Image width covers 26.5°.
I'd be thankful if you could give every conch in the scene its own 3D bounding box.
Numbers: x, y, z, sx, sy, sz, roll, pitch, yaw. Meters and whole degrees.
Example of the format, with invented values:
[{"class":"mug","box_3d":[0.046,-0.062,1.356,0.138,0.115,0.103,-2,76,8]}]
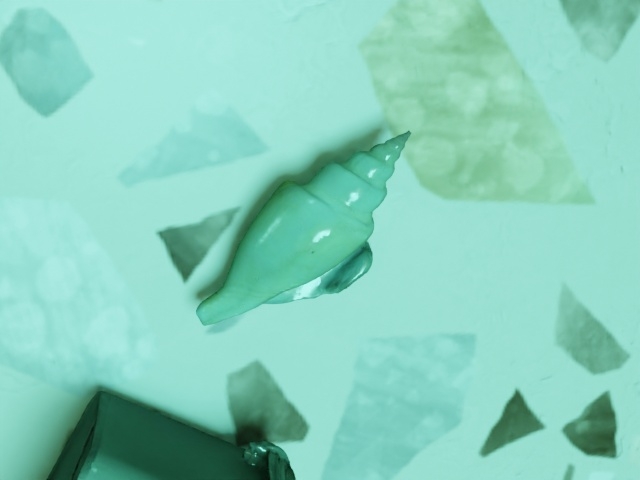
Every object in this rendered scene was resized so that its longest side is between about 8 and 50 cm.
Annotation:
[{"class":"conch","box_3d":[-0.005,-0.006,0.869,0.180,0.088,0.065,-43,70,12]}]

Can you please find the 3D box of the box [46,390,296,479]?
[{"class":"box","box_3d":[-0.131,0.221,0.874,0.135,0.163,0.243,29,103,-11]}]
